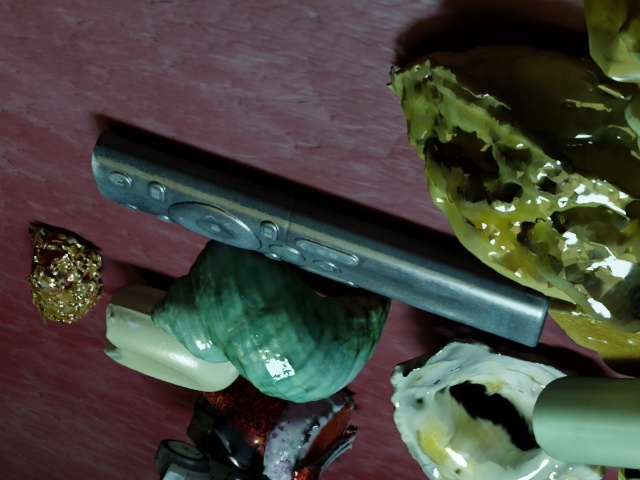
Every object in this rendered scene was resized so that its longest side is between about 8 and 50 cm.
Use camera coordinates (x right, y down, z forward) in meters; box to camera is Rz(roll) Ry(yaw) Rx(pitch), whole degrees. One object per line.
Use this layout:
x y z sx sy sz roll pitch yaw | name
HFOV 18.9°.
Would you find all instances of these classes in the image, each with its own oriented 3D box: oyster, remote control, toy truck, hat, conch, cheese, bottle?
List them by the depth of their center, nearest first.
0.246 0.142 1.496 0.072 0.072 0.201 29 165 -22 | bottle
0.000 0.000 1.534 0.378 0.044 0.107 19 158 8 | remote control
-0.041 0.065 1.650 0.188 0.122 0.176 28 -171 -5 | conch
0.163 0.164 1.735 0.275 0.100 0.271 44 153 -22 | oyster
-0.111 0.112 1.917 0.249 0.070 0.163 19 166 16 | cheese
-0.074 0.181 2.043 0.227 0.140 0.129 30 137 15 | hat
-0.101 0.292 2.163 0.178 0.176 0.363 23 -171 9 | toy truck

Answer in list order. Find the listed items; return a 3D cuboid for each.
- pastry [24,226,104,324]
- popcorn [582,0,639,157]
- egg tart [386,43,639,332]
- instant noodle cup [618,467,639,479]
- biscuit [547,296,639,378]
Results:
-0.259 0.043 1.923 0.087 0.063 0.169 23 163 3 | pastry
0.222 -0.081 0.840 0.286 0.173 0.225 32 167 -27 | popcorn
0.160 -0.018 1.178 0.297 0.132 0.297 26 165 7 | egg tart
0.328 0.200 1.596 0.122 0.151 0.151 -5 151 31 | instant noodle cup
0.276 0.086 1.468 0.239 0.041 0.212 28 167 -17 | biscuit
